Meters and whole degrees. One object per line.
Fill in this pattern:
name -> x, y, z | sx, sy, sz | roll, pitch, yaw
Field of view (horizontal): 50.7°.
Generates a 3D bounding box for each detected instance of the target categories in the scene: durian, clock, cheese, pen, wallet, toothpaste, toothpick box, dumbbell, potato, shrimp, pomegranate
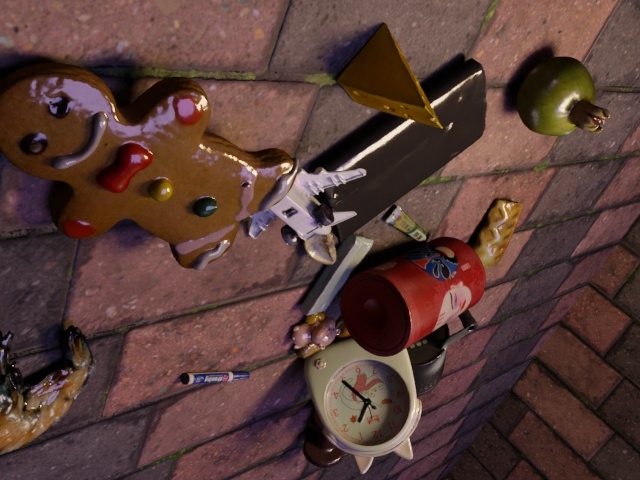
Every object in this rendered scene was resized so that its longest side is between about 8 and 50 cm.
durian -> -0.006, 0.007, 1.369 | 0.052, 0.066, 0.130 | -35, 139, -17
clock -> 0.115, 0.404, 1.688 | 0.265, 0.324, 0.108 | -16, 160, 0
cheese -> 0.134, -0.251, 1.122 | 0.126, 0.171, 0.093 | -47, 149, 5
pen -> -0.227, 0.302, 1.493 | 0.025, 0.025, 0.204 | -54, 148, 15
wallet -> 0.168, -0.177, 1.357 | 0.406, 0.062, 0.228 | -37, 148, -13
toothpaste -> 0.209, -0.034, 1.607 | 0.049, 0.031, 0.204 | -49, 146, 7
toothpick box -> 0.228, 0.126, 1.621 | 0.333, 0.204, 0.204 | -22, 143, -45
dumbbell -> 0.023, 0.559, 1.988 | 0.140, 0.124, 0.225 | -78, 180, -46
potato -> -0.026, 0.260, 1.668 | 0.083, 0.040, 0.051 | -23, 156, -30
shrimp -> -0.464, 0.205, 1.068 | 0.233, 0.071, 0.365 | -32, 147, -38
pomegranate -> 0.537, -0.317, 1.504 | 0.179, 0.210, 0.179 | -3, 105, -12

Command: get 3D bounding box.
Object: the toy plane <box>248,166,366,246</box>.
toy plane -> -0.049, -0.069, 1.163 | 0.251, 0.101, 0.255 | -29, 142, 23

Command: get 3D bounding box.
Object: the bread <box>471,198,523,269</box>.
bread -> 0.503, -0.016, 1.935 | 0.128, 0.088, 0.232 | -14, 133, -52

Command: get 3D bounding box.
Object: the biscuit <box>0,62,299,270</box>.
biscuit -> -0.234, -0.087, 0.910 | 0.283, 0.064, 0.432 | -43, 141, 14

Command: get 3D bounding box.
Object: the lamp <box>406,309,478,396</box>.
lamp -> 0.262, 0.306, 1.901 | 0.374, 0.205, 0.272 | -29, 145, 6

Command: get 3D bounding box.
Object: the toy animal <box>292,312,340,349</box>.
toy animal -> -0.008, 0.217, 1.597 | 0.114, 0.082, 0.091 | -26, 143, -27

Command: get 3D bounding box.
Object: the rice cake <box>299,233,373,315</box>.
rice cake -> 0.036, 0.079, 1.525 | 0.080, 0.042, 0.222 | 5, 123, -58

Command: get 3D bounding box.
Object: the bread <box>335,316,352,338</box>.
bread -> 0.080, 0.230, 1.751 | 0.062, 0.049, 0.103 | -53, 147, 13
